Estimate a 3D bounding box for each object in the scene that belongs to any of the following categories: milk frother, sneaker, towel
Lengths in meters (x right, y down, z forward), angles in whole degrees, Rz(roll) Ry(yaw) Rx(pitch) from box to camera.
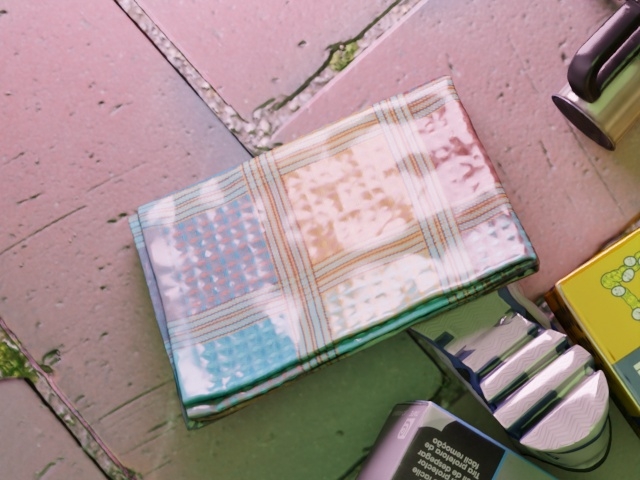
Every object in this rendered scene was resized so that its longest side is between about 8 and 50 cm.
[{"bbox_3d":[0.280,-0.190,1.475,0.135,0.129,0.143,-48,38,-1],"label":"milk frother"},{"bbox_3d":[0.181,0.117,1.430,0.127,0.182,0.315,-35,52,0],"label":"sneaker"},{"bbox_3d":[0.000,0.000,1.440,0.370,0.040,0.271,-25,53,5],"label":"towel"}]

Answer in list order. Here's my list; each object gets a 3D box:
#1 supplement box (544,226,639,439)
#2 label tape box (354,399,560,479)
[{"bbox_3d":[0.413,0.028,1.377,0.356,0.194,0.195,-34,82,1],"label":"supplement box"},{"bbox_3d":[0.108,0.358,1.350,0.249,0.115,0.348,32,74,-10],"label":"label tape box"}]
